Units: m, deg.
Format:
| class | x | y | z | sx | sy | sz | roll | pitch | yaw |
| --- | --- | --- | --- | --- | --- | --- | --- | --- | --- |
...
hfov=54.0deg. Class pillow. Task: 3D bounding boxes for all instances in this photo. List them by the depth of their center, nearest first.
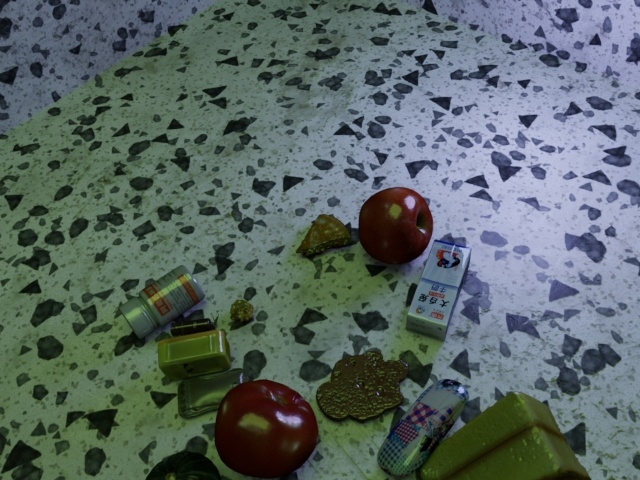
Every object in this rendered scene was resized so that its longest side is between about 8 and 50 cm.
| class | x | y | z | sx | sy | sz | roll | pitch | yaw |
| --- | --- | --- | --- | --- | --- | --- | --- | --- | --- |
| pillow | -0.321 | 0.457 | 1.880 | 0.218 | 0.033 | 0.130 | -10 | 50 | -1 |

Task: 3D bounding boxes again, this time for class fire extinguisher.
| class | x | y | z | sx | sy | sz | roll | pitch | yaw |
| --- | --- | --- | --- | --- | --- | --- | --- | --- | --- |
| fire extinguisher | -0.403 | 0.285 | 2.027 | 0.157 | 0.045 | 0.078 | -9 | 79 | -1 |

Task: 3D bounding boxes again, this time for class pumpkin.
| class | x | y | z | sx | sy | sz | roll | pitch | yaw |
| --- | --- | --- | --- | --- | --- | --- | --- | --- | --- |
| pumpkin | -0.364 | 0.660 | 1.650 | 0.212 | 0.152 | 0.211 | -17 | 43 | 16 |

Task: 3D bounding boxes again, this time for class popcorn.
| class | x | y | z | sx | sy | sz | roll | pitch | yaw |
| --- | --- | --- | --- | --- | --- | --- | --- | --- | --- |
| popcorn | -0.257 | 0.230 | 2.041 | 0.083 | 0.057 | 0.082 | -31 | 53 | -13 |

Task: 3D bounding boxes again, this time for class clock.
| class | x | y | z | sx | sy | sz | roll | pitch | yaw |
| --- | --- | --- | --- | --- | --- | --- | --- | --- | --- |
| clock | -0.381 | 0.348 | 1.905 | 0.203 | 0.143 | 0.096 | -11 | 58 | -2 |

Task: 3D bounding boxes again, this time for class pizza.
| class | x | y | z | sx | sy | sz | roll | pitch | yaw |
| --- | --- | --- | --- | --- | --- | --- | --- | --- | --- |
| pizza | 0.000 | 0.000 | 2.196 | 0.199 | 0.062 | 0.188 | -34 | 42 | -12 |

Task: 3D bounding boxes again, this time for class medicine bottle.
| class | x | y | z | sx | sy | sz | roll | pitch | yaw |
| --- | --- | --- | --- | --- | --- | --- | --- | --- | --- |
| medicine bottle | -0.516 | 0.201 | 2.044 | 0.252 | 0.144 | 0.144 | -36 | 56 | -16 |

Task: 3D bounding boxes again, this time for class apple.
| class | x | y | z | sx | sy | sz | roll | pitch | yaw |
| --- | --- | --- | --- | --- | --- | --- | --- | --- | --- |
| apple | 0.249 | -0.051 | 2.079 | 0.217 | 0.260 | 0.260 | 1 | 47 | 38 |

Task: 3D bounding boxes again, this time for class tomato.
| class | x | y | z | sx | sy | sz | roll | pitch | yaw |
| --- | --- | --- | --- | --- | --- | --- | --- | --- | --- |
| tomato | -0.158 | 0.513 | 1.688 | 0.299 | 0.299 | 0.226 | 30 | 101 | 27 |

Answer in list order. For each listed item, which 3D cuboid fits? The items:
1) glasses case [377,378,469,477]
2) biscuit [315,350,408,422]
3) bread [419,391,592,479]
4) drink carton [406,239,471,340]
| class | x | y | z | sx | sy | sz | roll | pitch | yaw |
| --- | --- | --- | --- | --- | --- | --- | --- | --- | --- |
| glasses case | 0.281 | 0.507 | 1.718 | 0.327 | 0.076 | 0.125 | -43 | 26 | -25 |
| biscuit | 0.127 | 0.428 | 1.842 | 0.291 | 0.041 | 0.208 | -21 | 52 | -11 |
| bread | 0.466 | 0.598 | 1.657 | 0.362 | 0.245 | 0.233 | -38 | 47 | 18 |
| drink carton | 0.377 | 0.153 | 1.991 | 0.131 | 0.106 | 0.314 | 14 | 55 | 19 |
